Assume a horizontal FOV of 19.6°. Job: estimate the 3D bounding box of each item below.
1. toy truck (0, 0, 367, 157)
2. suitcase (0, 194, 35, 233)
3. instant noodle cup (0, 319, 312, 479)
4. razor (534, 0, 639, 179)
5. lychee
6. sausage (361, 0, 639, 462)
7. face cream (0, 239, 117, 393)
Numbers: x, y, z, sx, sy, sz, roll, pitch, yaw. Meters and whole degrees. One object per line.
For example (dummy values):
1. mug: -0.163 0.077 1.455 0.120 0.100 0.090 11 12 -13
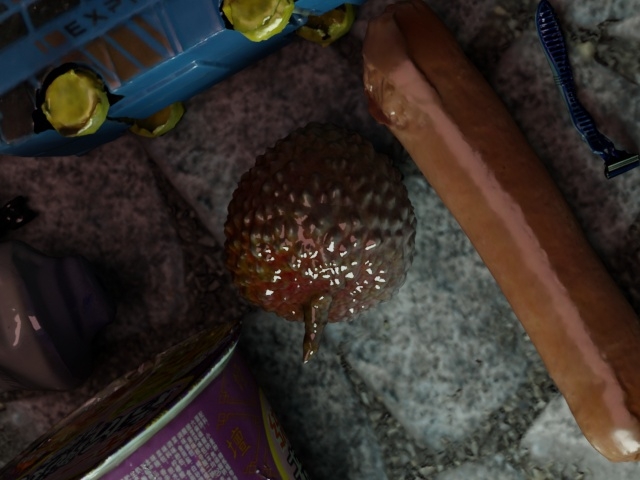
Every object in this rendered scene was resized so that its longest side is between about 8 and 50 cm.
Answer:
1. toy truck: -0.121 -0.197 1.537 0.385 0.161 0.162 -26 81 24
2. suitcase: -0.467 -0.009 1.708 0.335 0.152 0.229 -36 85 25
3. instant noodle cup: -0.124 0.265 1.555 0.340 0.340 0.266 -33 99 23
4. razor: 0.205 -0.121 1.495 0.028 0.044 0.154 -28 87 49
5. lychee: 0.000 0.000 1.520 0.165 0.165 0.197 -11 63 22
6. sausage: 0.160 -0.008 1.498 0.094 0.094 0.419 -34 87 26
7. face cream: -0.377 0.127 1.651 0.420 0.235 0.137 -24 67 8
